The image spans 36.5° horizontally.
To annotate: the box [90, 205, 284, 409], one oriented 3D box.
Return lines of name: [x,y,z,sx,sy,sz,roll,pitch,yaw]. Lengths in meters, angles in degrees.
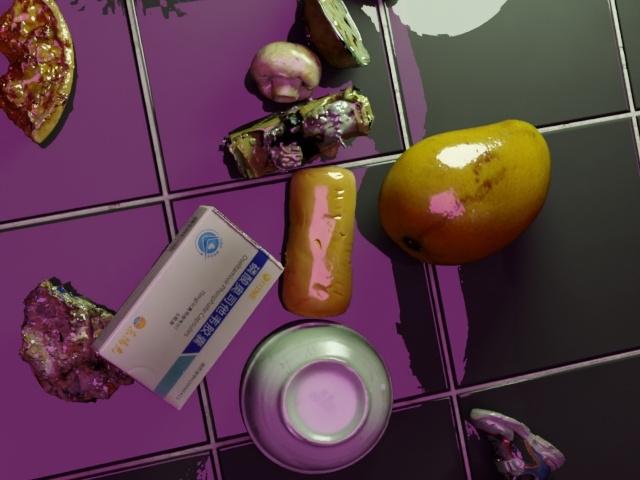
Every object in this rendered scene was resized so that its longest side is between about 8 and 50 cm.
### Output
box: [-0.248,0.125,1.845,0.200,0.065,0.343,41,78,-22]

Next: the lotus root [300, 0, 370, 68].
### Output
lotus root: [0.014,-0.413,1.896,0.078,0.183,0.203,-29,88,19]

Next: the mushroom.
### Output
mushroom: [-0.066,-0.324,1.885,0.148,0.148,0.112,4,77,-9]

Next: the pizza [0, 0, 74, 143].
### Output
pizza: [-0.548,-0.335,1.834,0.162,0.085,0.305,-3,88,-8]

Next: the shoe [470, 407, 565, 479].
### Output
shoe: [0.380,0.430,1.962,0.228,0.099,0.125,33,82,-11]

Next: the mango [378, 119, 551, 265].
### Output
mango: [0.294,-0.098,1.901,0.378,0.221,0.263,-30,90,-17]

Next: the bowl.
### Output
bowl: [-0.001,0.307,1.879,0.307,0.163,0.307,0,86,-7]

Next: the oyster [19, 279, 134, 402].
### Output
oyster: [-0.467,0.191,1.840,0.198,0.092,0.259,-19,95,-5]

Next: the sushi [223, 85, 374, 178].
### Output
sushi: [-0.034,-0.195,1.884,0.291,0.131,0.139,-23,108,-8]

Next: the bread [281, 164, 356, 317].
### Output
bread: [0.000,0.000,1.916,0.142,0.091,0.305,3,89,-14]
